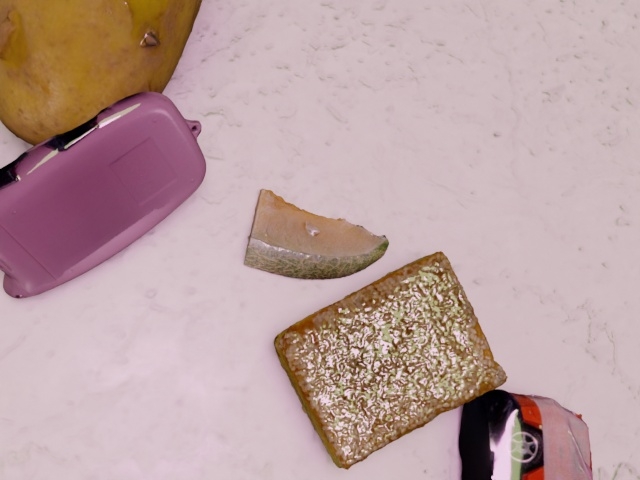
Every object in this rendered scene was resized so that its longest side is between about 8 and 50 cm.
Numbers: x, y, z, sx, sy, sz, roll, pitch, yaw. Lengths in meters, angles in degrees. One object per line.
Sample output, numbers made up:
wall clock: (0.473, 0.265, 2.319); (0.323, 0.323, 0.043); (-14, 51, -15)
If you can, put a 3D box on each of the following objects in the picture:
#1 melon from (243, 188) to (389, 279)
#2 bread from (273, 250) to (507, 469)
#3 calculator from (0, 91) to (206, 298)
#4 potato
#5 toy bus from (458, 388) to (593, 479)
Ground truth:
melon: (-0.004, 0.006, 1.106); (0.182, 0.054, 0.098); (20, 60, -8)
bread: (0.080, 0.141, 1.054); (0.234, 0.110, 0.184); (-26, 82, -10)
calculator: (-0.254, -0.047, 0.965); (0.294, 0.194, 0.043); (-34, 54, -6)
potato: (-0.303, -0.292, 1.015); (0.290, 0.296, 0.397); (5, 36, -45)
toy bus: (0.247, 0.335, 1.047); (0.147, 0.127, 0.302); (6, 76, -16)
